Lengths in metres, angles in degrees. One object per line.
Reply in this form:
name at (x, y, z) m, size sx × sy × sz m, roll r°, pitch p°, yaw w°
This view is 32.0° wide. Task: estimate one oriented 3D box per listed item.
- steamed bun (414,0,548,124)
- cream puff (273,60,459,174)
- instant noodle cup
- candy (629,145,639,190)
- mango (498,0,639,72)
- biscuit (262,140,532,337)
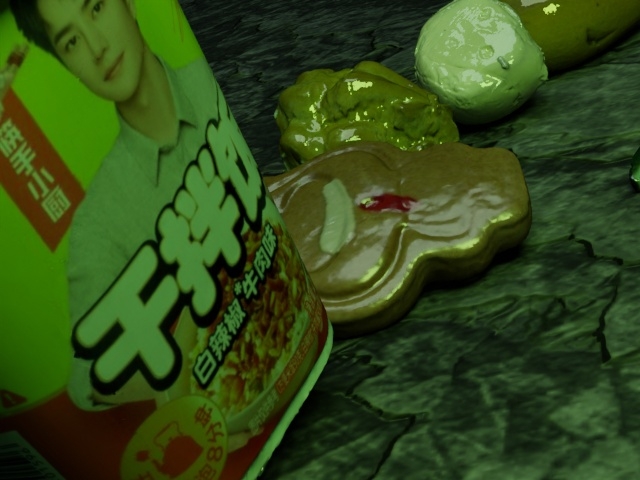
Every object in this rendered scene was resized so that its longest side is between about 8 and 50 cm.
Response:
steamed bun at (0.146, -0.158, 1.032) m, size 0.112 × 0.091 × 0.130 m, roll -38°, pitch 49°, yaw 5°
cream puff at (0.042, -0.088, 0.913) m, size 0.156 × 0.121 × 0.156 m, roll -15°, pitch 18°, yaw 5°
instant noodle cup at (-0.158, -0.008, 0.582) m, size 0.293 × 0.308 × 0.294 m, roll -21°, pitch 31°, yaw 14°
candy at (0.308, -0.132, 0.872) m, size 0.097 × 0.097 × 0.323 m, roll 1°, pitch 38°, yaw 45°
mango at (0.251, -0.228, 1.118) m, size 0.195 × 0.098 × 0.137 m, roll -16°, pitch 17°, yaw -11°
biscuit at (-0.001, -0.002, 0.782) m, size 0.295 × 0.044 × 0.186 m, roll -18°, pitch 42°, yaw 10°
